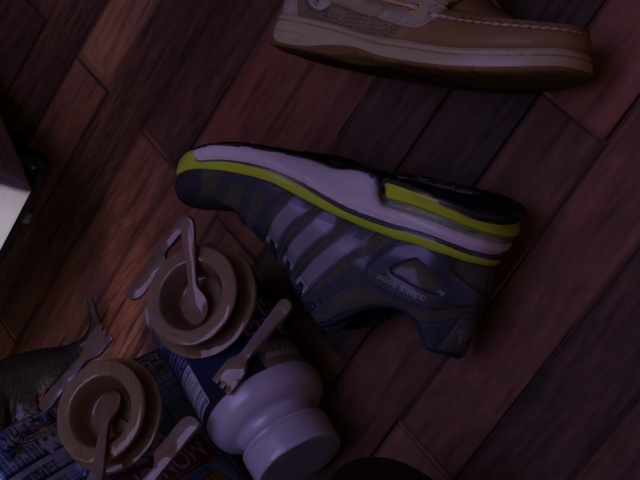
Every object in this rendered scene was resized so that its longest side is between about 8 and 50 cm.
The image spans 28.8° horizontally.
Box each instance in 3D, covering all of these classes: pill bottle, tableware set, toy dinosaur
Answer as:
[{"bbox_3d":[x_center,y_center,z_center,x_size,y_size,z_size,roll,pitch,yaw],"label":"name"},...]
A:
[{"bbox_3d":[-0.056,0.100,0.939,0.094,0.094,0.169,-49,58,24],"label":"pill bottle"},{"bbox_3d":[-0.124,0.082,0.898,0.128,0.039,0.194,38,91,31],"label":"tableware set"},{"bbox_3d":[-0.286,0.190,1.100,0.160,0.121,0.313,21,102,25],"label":"toy dinosaur"}]

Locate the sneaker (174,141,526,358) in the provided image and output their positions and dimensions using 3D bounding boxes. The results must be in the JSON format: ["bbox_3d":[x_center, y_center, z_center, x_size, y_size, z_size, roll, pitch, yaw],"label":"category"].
[{"bbox_3d":[0.000,0.000,0.901,0.300,0.111,0.121,17,98,41],"label":"sneaker"}]

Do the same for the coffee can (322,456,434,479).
[{"bbox_3d":[-0.024,0.295,0.818,0.275,0.201,0.201,-39,62,29],"label":"coffee can"}]

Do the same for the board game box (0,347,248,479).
[{"bbox_3d":[-0.135,0.194,0.954,0.194,0.194,0.060,42,127,20],"label":"board game box"}]

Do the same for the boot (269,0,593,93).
[{"bbox_3d":[0.088,-0.211,0.865,0.262,0.095,0.203,16,94,43],"label":"boot"}]

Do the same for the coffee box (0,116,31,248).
[{"bbox_3d":[-0.512,-0.035,1.118,0.334,0.338,0.337,-59,35,16],"label":"coffee box"}]

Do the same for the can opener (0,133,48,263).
[{"bbox_3d":[-0.314,-0.011,1.192,0.059,0.073,0.186,24,100,-6],"label":"can opener"}]
